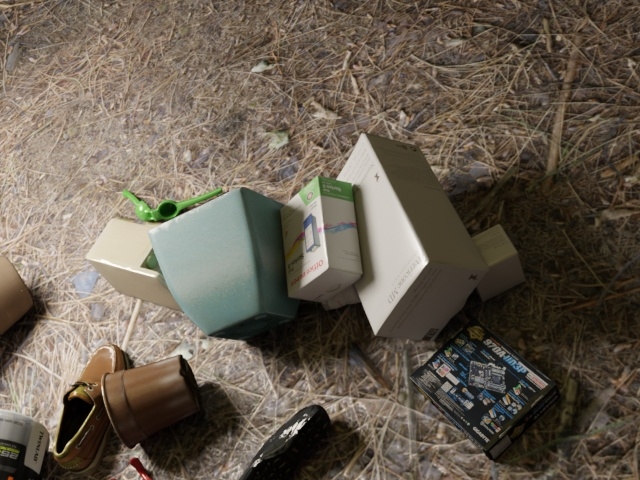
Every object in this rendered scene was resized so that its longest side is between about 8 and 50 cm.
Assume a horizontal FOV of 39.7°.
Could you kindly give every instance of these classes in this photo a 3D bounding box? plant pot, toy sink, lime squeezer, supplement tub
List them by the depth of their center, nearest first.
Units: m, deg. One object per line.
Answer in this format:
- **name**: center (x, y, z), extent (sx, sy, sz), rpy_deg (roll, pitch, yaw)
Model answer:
- **supplement tub**: center (-0.682, 0.531, 1.795), extent (0.207, 0.207, 0.338), rpy_deg (-12, 51, 17)
- **plant pot**: center (-0.342, 0.322, 1.835), extent (0.165, 0.167, 0.167), rpy_deg (-21, 48, -2)
- **plant pot**: center (-0.175, 0.070, 1.873), extent (0.247, 0.247, 0.252), rpy_deg (-24, 70, 20)
- **toy sink**: center (-0.395, 0.053, 2.063), extent (0.234, 0.153, 0.131), rpy_deg (12, 61, 33)
- **plant pot**: center (-0.841, 0.152, 2.163), extent (0.229, 0.263, 0.263), rpy_deg (-33, 45, -25)
- **lime squeezer**: center (-0.397, -0.088, 2.252), extent (0.310, 0.059, 0.110), rpy_deg (0, 25, 27)

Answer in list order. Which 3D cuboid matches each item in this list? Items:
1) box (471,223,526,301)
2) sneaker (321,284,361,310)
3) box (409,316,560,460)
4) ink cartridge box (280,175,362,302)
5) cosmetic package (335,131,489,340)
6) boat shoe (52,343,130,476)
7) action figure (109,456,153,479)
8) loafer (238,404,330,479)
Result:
- **box**: center (0.337, 0.045, 1.752), extent (0.101, 0.102, 0.087), rpy_deg (-26, 46, 4)
- **sneaker**: center (0.013, 0.050, 1.915), extent (0.115, 0.090, 0.232), rpy_deg (-24, 47, 12)
- **box**: center (0.298, 0.268, 1.632), extent (0.175, 0.051, 0.220), rpy_deg (-41, 48, -9)
- **ink cartridge box**: center (0.000, 0.000, 1.808), extent (0.154, 0.093, 0.213), rpy_deg (-38, 51, 47)
- **cosmetic package**: center (0.157, -0.010, 1.786), extent (0.217, 0.156, 0.385), rpy_deg (-60, 35, 32)
- **boat shoe**: center (-0.493, 0.346, 1.915), extent (0.110, 0.104, 0.307), rpy_deg (-10, 51, 19)
- **action figure**: center (-0.322, 0.516, 1.687), extent (0.091, 0.139, 0.280), rpy_deg (-46, 52, -11)
- **loafer**: center (-0.070, 0.403, 1.699), extent (0.223, 0.076, 0.078), rpy_deg (-45, 13, -3)
